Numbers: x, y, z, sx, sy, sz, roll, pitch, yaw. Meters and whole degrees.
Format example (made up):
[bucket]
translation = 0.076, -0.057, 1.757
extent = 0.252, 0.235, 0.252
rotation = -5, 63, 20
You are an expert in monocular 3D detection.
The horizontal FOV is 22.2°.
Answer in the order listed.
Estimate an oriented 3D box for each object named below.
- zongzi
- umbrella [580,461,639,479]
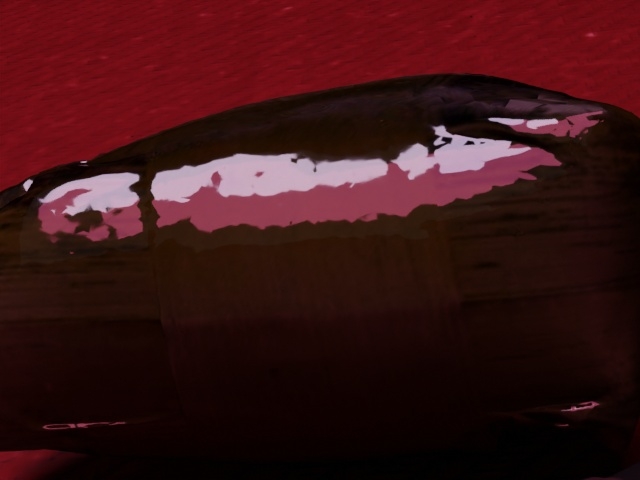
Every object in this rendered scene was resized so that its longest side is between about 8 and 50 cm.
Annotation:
[zongzi]
translation = 0.000, 0.000, 0.708
extent = 0.274, 0.145, 0.300
rotation = -5, 12, 8
[umbrella]
translation = 0.127, 0.092, 0.507
extent = 0.326, 0.094, 0.090
rotation = -22, -16, -22
